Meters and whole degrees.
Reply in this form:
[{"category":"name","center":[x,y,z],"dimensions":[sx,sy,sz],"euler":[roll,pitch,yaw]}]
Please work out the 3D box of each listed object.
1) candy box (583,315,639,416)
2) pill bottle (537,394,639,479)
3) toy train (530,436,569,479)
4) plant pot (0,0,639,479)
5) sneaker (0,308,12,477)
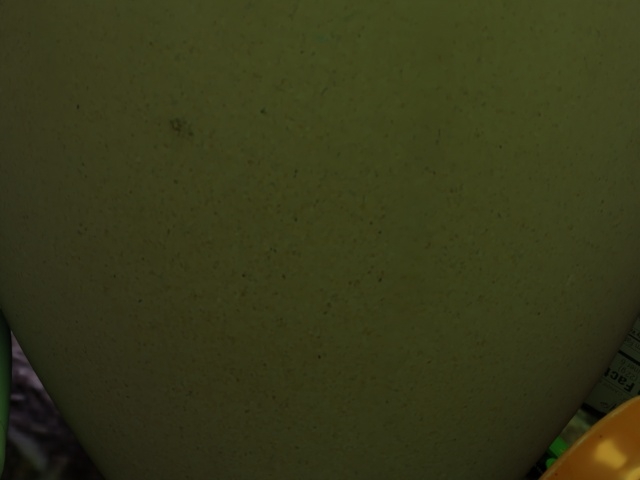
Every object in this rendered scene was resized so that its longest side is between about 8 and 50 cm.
[{"category":"candy box","center":[0.195,-0.035,0.753],"dimensions":[0.071,0.233,0.159],"euler":[33,48,12]},{"category":"pill bottle","center":[0.171,0.165,0.634],"dimensions":[0.130,0.130,0.246],"euler":[-28,63,-36]},{"category":"toy train","center":[0.076,0.071,0.766],"dimensions":[0.023,0.017,0.083],"euler":[-18,57,-43]},{"category":"plant pot","center":[0.000,0.000,0.661],"dimensions":[0.284,0.284,0.191],"euler":[4,85,-16]},{"category":"sneaker","center":[-0.225,0.060,0.613],"dimensions":[0.255,0.094,0.151],"euler":[2,47,-19]}]
